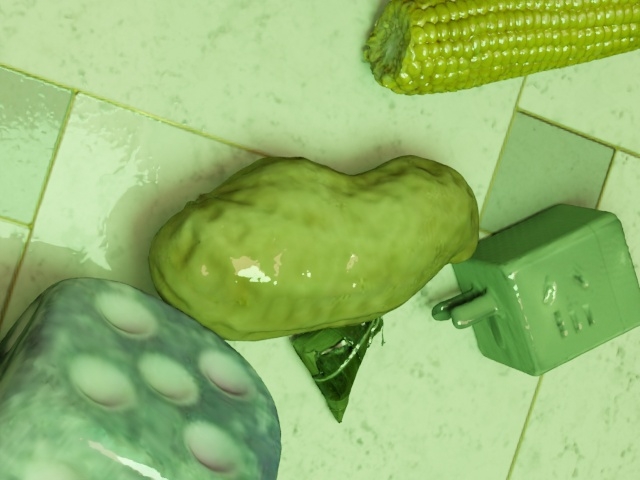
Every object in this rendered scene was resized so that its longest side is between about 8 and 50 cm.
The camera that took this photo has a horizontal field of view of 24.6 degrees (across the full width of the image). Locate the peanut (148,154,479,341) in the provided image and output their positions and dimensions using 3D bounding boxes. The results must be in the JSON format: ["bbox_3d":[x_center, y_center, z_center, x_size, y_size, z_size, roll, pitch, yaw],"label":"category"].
[{"bbox_3d":[0.000,0.000,1.560,0.387,0.169,0.192,-9,64,-27],"label":"peanut"}]

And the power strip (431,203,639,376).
[{"bbox_3d":[0.238,0.065,1.678,0.224,0.139,0.140,-25,106,-18],"label":"power strip"}]

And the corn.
[{"bbox_3d":[0.237,-0.254,1.635,0.387,0.144,0.144,-14,102,-21],"label":"corn"}]

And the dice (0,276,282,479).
[{"bbox_3d":[-0.214,0.221,1.398,0.270,0.271,0.270,33,115,-14],"label":"dice"}]

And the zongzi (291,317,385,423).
[{"bbox_3d":[0.037,0.132,1.656,0.109,0.055,0.119,-37,121,-16],"label":"zongzi"}]
